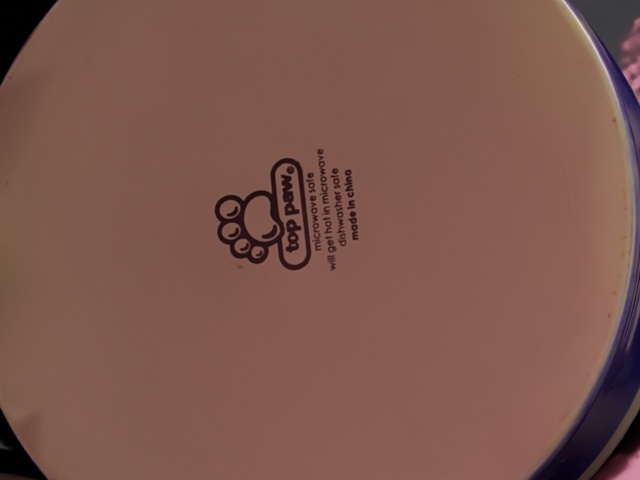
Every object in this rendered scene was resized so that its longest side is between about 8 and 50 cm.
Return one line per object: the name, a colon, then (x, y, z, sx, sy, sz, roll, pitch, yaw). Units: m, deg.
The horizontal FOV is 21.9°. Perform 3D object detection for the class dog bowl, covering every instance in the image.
dog bowl: (0.000, 0.000, 0.642, 0.265, 0.104, 0.264, -3, 81, 17)

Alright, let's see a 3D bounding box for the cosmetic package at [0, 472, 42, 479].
cosmetic package: (-0.290, 0.166, 0.648, 0.366, 0.197, 0.155, 7, 106, 18)
